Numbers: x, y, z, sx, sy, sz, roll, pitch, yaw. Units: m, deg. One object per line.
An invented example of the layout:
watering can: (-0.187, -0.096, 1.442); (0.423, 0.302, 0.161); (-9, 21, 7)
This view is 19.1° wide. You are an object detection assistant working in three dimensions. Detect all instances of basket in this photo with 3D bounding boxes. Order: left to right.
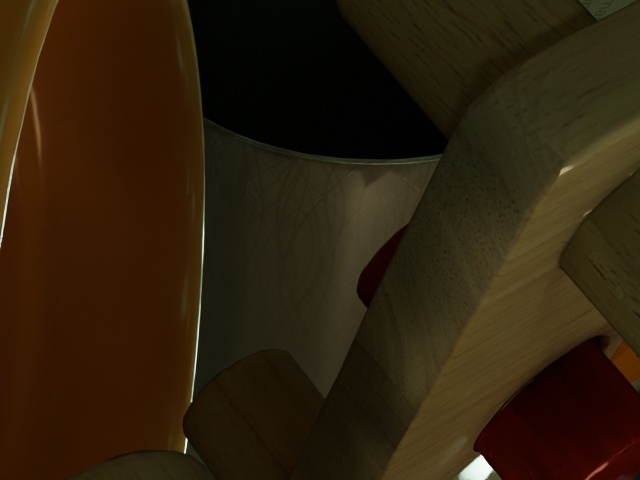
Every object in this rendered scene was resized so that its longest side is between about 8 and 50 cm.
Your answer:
basket: (0.000, 0.000, 0.891); (0.204, 0.154, 0.227); (-19, 140, -34)

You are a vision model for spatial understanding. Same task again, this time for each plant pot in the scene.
plant pot: (-0.140, 0.016, 0.456); (0.187, 0.205, 0.205); (4, 171, 7)

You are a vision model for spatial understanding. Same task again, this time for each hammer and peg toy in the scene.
hammer and peg toy: (0.055, 0.022, 0.452); (0.361, 0.127, 0.266); (-29, 158, -29)

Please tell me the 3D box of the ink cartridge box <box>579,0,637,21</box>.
ink cartridge box: (0.149, -0.165, 0.600); (0.232, 0.168, 0.171); (-8, 151, -28)
